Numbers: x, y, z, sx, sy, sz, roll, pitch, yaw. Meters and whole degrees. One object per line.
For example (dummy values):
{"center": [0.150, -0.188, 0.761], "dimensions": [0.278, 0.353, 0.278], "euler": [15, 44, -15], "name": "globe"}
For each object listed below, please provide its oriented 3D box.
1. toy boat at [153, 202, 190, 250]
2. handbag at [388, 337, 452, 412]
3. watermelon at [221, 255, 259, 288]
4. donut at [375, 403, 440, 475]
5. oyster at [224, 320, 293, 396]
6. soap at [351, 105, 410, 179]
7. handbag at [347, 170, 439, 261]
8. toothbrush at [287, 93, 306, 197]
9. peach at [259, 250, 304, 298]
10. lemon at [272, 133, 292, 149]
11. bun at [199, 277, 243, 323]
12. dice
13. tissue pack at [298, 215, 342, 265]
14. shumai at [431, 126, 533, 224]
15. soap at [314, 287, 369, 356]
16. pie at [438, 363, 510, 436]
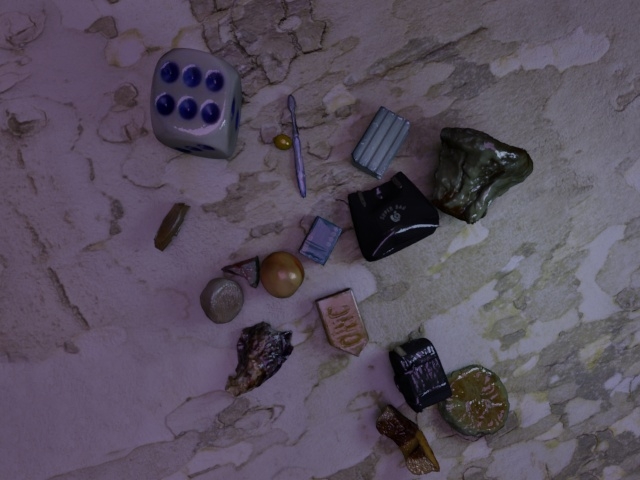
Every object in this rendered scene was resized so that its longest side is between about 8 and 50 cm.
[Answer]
{"center": [-0.571, -0.055, 1.621], "dimensions": [0.064, 0.072, 0.206], "euler": [25, 76, 12], "name": "toy boat"}
{"center": [0.373, 0.520, 1.634], "dimensions": [0.181, 0.181, 0.255], "euler": [-20, 90, -12], "name": "handbag"}
{"center": [-0.296, 0.102, 1.631], "dimensions": [0.158, 0.098, 0.121], "euler": [27, 87, 0], "name": "watermelon"}
{"center": [0.330, 0.773, 1.651], "dimensions": [0.112, 0.151, 0.295], "euler": [-40, 79, 9], "name": "donut"}
{"center": [-0.239, 0.453, 1.627], "dimensions": [0.274, 0.100, 0.272], "euler": [-6, 74, 0], "name": "oyster"}
{"center": [0.239, -0.388, 1.670], "dimensions": [0.150, 0.094, 0.262], "euler": [31, 85, 8], "name": "soap"}
{"center": [0.276, -0.107, 1.660], "dimensions": [0.341, 0.152, 0.288], "euler": [-25, 75, -5], "name": "handbag"}
{"center": [-0.093, -0.376, 1.682], "dimensions": [0.035, 0.042, 0.414], "euler": [-7, 91, 5], "name": "toothbrush"}
{"center": [-0.149, 0.127, 1.600], "dimensions": [0.183, 0.184, 0.185], "euler": [0, 89, -4], "name": "peach"}
{"center": [-0.150, -0.390, 1.664], "dimensions": [0.083, 0.062, 0.063], "euler": [18, 88, 2], "name": "lemon"}
{"center": [-0.386, 0.227, 1.608], "dimensions": [0.166, 0.113, 0.173], "euler": [35, 72, -43], "name": "bun"}
{"center": [-0.439, -0.479, 1.522], "dimensions": [0.276, 0.304, 0.305], "euler": [10, 88, -4], "name": "dice"}
{"center": [0.000, 0.000, 1.658], "dimensions": [0.119, 0.082, 0.169], "euler": [28, 87, -4], "name": "tissue pack"}
{"center": [0.578, -0.234, 1.598], "dimensions": [0.397, 0.324, 0.324], "euler": [12, 110, -42], "name": "shumai"}
{"center": [0.092, 0.334, 1.662], "dimensions": [0.160, 0.080, 0.258], "euler": [-19, 90, -4], "name": "soap"}
{"center": [0.619, 0.647, 1.702], "dimensions": [0.305, 0.071, 0.307], "euler": [0, 86, -6], "name": "pie"}
